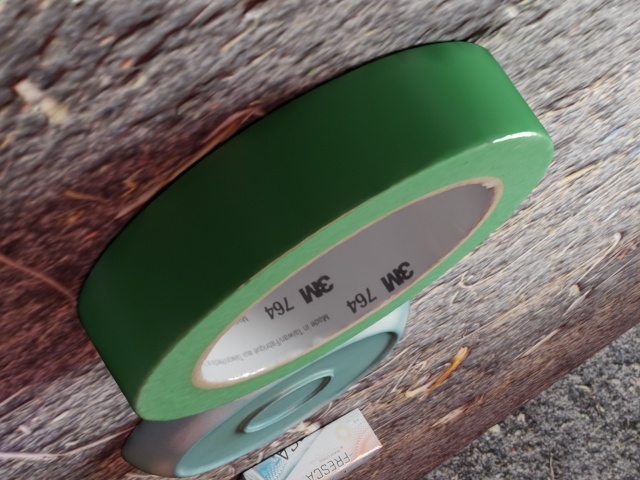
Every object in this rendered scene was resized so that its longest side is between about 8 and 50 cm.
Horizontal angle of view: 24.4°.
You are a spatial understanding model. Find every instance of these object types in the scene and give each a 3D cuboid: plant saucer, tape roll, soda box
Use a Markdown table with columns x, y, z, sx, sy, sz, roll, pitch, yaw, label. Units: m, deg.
| x | y | z | sx | sy | sz | roll | pitch | yaw | label |
| --- | --- | --- | --- | --- | --- | --- | --- | --- | --- |
| -0.040 | 0.139 | 1.402 | 0.317 | 0.044 | 0.317 | -31 | 165 | -9 | plant saucer |
| 0.000 | 0.000 | 0.969 | 0.321 | 0.077 | 0.321 | -30 | 165 | -9 | tape roll |
| -0.014 | 0.286 | 1.887 | 0.183 | 0.063 | 0.058 | -27 | 164 | -25 | soda box |
